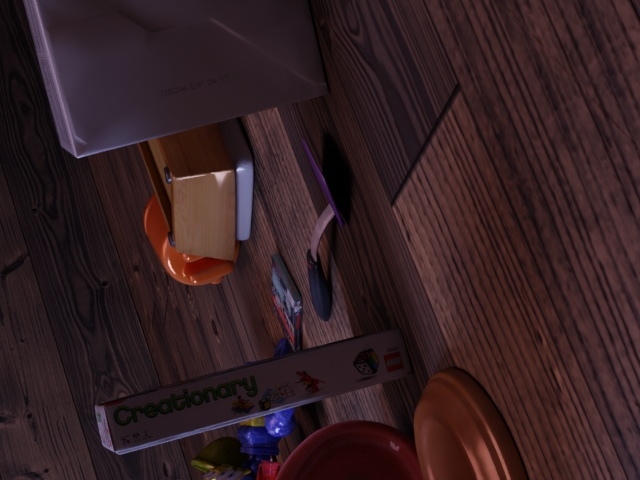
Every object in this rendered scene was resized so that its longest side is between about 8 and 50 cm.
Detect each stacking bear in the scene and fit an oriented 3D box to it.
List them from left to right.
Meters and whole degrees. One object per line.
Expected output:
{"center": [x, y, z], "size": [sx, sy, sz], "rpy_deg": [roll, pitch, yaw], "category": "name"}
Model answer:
{"center": [0.044, 0.349, 1.336], "size": [0.164, 0.175, 0.289], "rpy_deg": [-83, -7, -50], "category": "stacking bear"}

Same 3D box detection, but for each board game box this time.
{"center": [-0.078, 0.157, 1.287], "size": [0.193, 0.305, 0.053], "rpy_deg": [150, 106, -75], "category": "board game box"}

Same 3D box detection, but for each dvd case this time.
{"center": [-0.046, 0.086, 1.669], "size": [0.119, 0.013, 0.087], "rpy_deg": [89, 159, -49], "category": "dvd case"}

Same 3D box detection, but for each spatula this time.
{"center": [0.000, 0.000, 1.374], "size": [0.296, 0.030, 0.084], "rpy_deg": [92, 158, -51], "category": "spatula"}

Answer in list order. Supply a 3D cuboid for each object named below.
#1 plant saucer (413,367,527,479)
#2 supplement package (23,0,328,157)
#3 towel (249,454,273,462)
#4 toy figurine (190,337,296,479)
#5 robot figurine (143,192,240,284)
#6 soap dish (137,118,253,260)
{"center": [0.132, 0.214, 1.107], "size": [0.200, 0.037, 0.200], "rpy_deg": [164, 90, -76], "category": "plant saucer"}
{"center": [-0.155, -0.218, 1.248], "size": [0.145, 0.262, 0.204], "rpy_deg": [-156, 52, -70], "category": "supplement package"}
{"center": [-0.098, 0.397, 2.177], "size": [0.144, 0.029, 0.197], "rpy_deg": [138, 117, -74], "category": "towel"}
{"center": [-0.058, 0.250, 1.751], "size": [0.362, 0.191, 0.217], "rpy_deg": [153, 128, -73], "category": "toy figurine"}
{"center": [-0.202, -0.012, 1.912], "size": [0.158, 0.128, 0.219], "rpy_deg": [31, -168, -33], "category": "robot figurine"}
{"center": [-0.192, -0.141, 1.757], "size": [0.229, 0.118, 0.291], "rpy_deg": [98, 153, -57], "category": "soap dish"}
